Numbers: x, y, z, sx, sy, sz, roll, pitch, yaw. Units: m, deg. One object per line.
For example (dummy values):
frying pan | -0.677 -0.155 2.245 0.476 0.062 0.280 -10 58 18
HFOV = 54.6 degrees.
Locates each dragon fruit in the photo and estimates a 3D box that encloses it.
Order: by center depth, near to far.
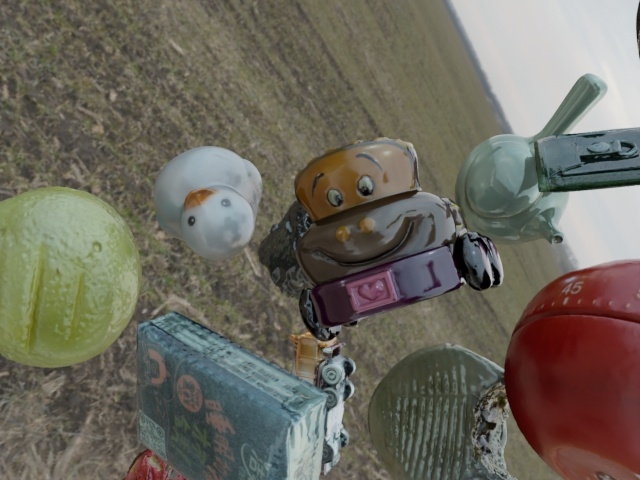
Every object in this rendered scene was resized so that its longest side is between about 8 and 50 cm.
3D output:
dragon fruit | -0.411 0.643 1.646 0.189 0.262 0.163 29 18 28

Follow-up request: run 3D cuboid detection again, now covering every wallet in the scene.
wallet | 0.458 -0.129 0.960 0.160 0.235 0.055 -67 145 -53

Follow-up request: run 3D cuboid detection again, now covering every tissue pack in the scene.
tissue pack | -0.144 0.266 0.906 0.103 0.315 0.228 -23 127 -49

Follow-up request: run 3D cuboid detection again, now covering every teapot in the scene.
teapot | 0.366 -0.148 1.125 0.149 0.219 0.319 20 87 -66

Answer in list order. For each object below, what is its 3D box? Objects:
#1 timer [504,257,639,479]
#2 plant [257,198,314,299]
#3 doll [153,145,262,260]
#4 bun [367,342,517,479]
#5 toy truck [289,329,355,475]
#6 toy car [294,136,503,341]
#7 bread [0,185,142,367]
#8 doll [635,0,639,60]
timer | 0.434 0.205 0.821 0.279 0.377 0.378 -54 125 -24
plant | 0.000 0.000 1.452 0.188 0.276 0.199 52 14 21
doll | -0.191 -0.050 1.145 0.251 0.220 0.221 65 8 -65
bun | 0.221 0.325 1.073 0.205 0.281 0.282 43 28 -54
toy truck | -0.011 0.323 1.254 0.114 0.135 0.271 0 95 -68
toy car | 0.095 -0.008 0.893 0.340 0.271 0.241 1 71 -70
bread | -0.478 0.066 1.120 0.321 0.320 0.237 55 -6 -25
doll | 0.484 -0.266 0.865 0.127 0.088 0.249 -101 172 -50
